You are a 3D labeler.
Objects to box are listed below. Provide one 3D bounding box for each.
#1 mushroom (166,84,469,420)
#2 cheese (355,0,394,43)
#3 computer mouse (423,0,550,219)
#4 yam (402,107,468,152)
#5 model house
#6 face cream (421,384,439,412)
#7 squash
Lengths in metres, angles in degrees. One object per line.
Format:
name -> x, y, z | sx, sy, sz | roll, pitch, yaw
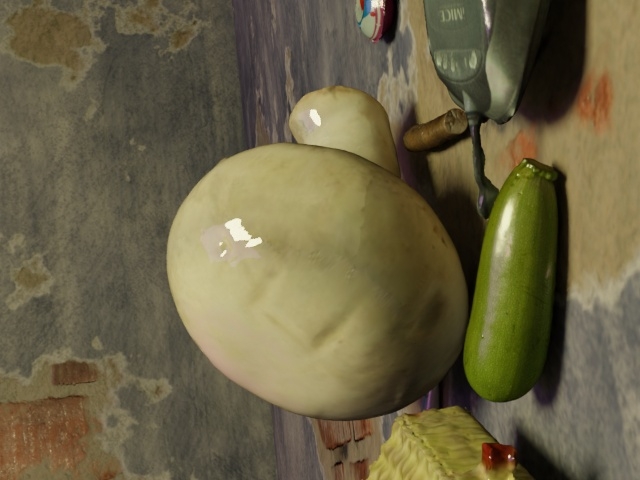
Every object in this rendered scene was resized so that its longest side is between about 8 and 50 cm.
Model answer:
mushroom -> -0.018, 0.015, 0.938 | 0.315, 0.315, 0.356 | 127, 124, -73
cheese -> 0.069, -0.292, 1.109 | 0.145, 0.038, 0.095 | 111, 152, -67
computer mouse -> 0.132, -0.203, 0.709 | 0.167, 0.090, 0.379 | -130, 32, -72
yam -> 0.116, -0.110, 0.950 | 0.145, 0.032, 0.032 | 172, 94, -80
model house -> 0.119, 0.259, 0.741 | 0.196, 0.160, 0.254 | -134, 44, -73
face cream -> 0.123, 0.192, 1.040 | 0.038, 0.020, 0.115 | -139, 47, -76
squash -> 0.154, 0.035, 0.731 | 0.066, 0.066, 0.201 | -126, 41, -70
